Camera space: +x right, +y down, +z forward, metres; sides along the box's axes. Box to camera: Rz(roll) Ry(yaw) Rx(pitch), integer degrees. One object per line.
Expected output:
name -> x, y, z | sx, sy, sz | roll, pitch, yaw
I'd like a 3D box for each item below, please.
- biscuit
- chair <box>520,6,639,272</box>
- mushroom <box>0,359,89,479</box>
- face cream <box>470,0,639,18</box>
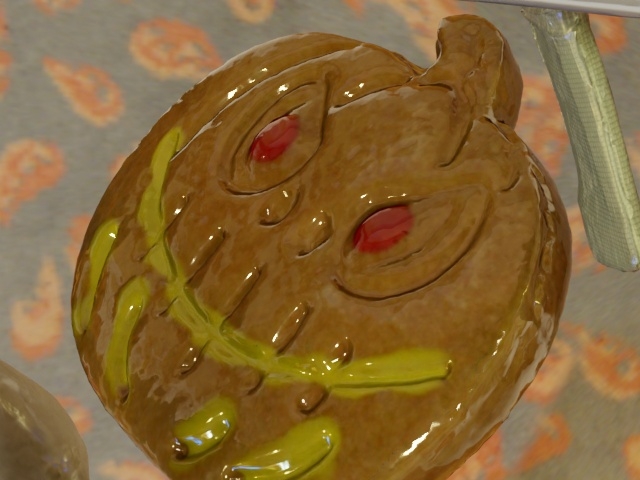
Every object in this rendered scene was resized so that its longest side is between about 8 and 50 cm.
biscuit -> -0.005, -0.005, 1.107 | 0.350, 0.070, 0.394 | -53, 41, -6
chair -> 0.138, -0.169, 0.828 | 0.186, 0.160, 0.319 | -29, 101, 4
mushroom -> -0.292, 0.117, 1.402 | 0.109, 0.097, 0.351 | -37, 121, -2
face cream -> 0.058, -0.153, 0.620 | 0.336, 0.080, 0.163 | 11, 59, 26
